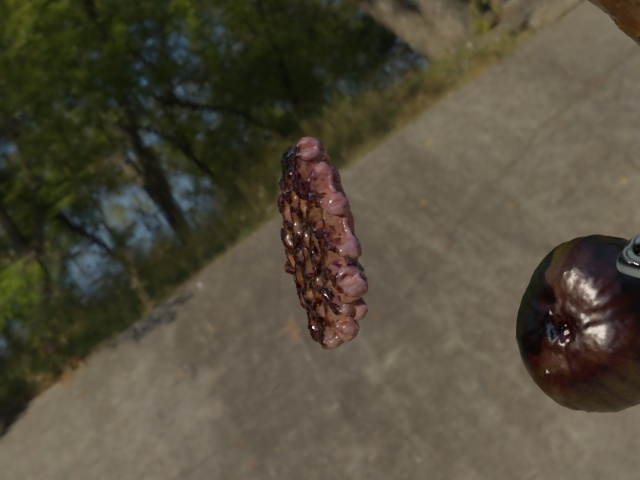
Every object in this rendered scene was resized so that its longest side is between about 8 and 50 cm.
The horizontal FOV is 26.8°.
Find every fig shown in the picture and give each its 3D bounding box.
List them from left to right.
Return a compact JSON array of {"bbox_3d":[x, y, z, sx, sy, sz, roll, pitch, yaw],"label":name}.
[{"bbox_3d":[0.384,0.099,1.702,0.217,0.217,0.320,-38,-19,30],"label":"fig"}]

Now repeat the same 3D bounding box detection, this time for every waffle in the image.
[{"bbox_3d":[0.000,0.000,1.498,0.055,0.234,0.221,-13,-21,-16],"label":"waffle"}]

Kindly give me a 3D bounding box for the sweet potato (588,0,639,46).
[{"bbox_3d":[0.105,-0.142,0.514,0.095,0.354,0.106,-55,21,22],"label":"sweet potato"}]

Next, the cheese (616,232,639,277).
[{"bbox_3d":[0.262,0.032,0.796,0.171,0.048,0.092,4,37,13],"label":"cheese"}]
